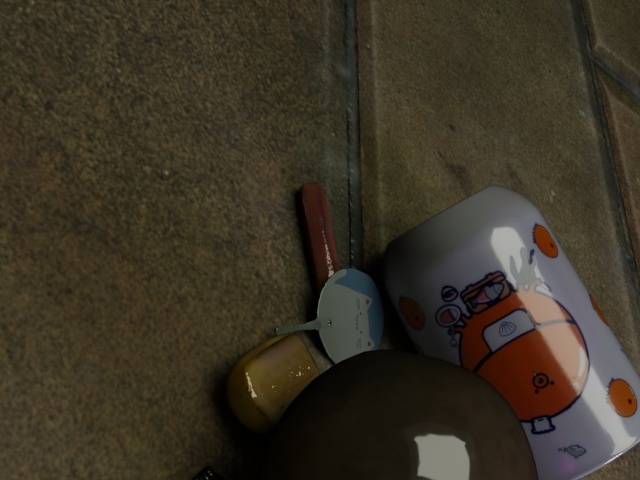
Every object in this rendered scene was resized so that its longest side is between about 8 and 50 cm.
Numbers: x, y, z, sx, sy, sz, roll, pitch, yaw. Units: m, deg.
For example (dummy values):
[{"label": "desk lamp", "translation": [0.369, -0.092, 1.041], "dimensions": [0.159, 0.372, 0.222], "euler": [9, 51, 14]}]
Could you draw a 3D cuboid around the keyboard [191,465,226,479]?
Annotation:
[{"label": "keyboard", "translation": [-0.112, 0.241, 0.743], "dimensions": [0.061, 0.013, 0.204], "euler": [37, 18, 9]}]

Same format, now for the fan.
[{"label": "fan", "translation": [0.013, 0.089, 1.007], "dimensions": [0.175, 0.005, 0.113], "euler": [-4, 89, -46]}]

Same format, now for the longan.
[{"label": "longan", "translation": [0.069, 0.232, 0.806], "dimensions": [0.300, 0.243, 0.300], "euler": [42, 42, -54]}]

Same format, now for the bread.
[{"label": "bread", "translation": [-0.050, 0.141, 0.899], "dimensions": [0.082, 0.056, 0.115], "euler": [61, 35, -4]}]

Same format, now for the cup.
[{"label": "cup", "translation": [0.217, 0.107, 1.077], "dimensions": [0.212, 0.212, 0.317], "euler": [-24, 83, -50]}]

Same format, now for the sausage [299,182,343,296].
[{"label": "sausage", "translation": [-0.001, 0.000, 1.055], "dimensions": [0.030, 0.035, 0.147], "euler": [-6, 67, -13]}]
